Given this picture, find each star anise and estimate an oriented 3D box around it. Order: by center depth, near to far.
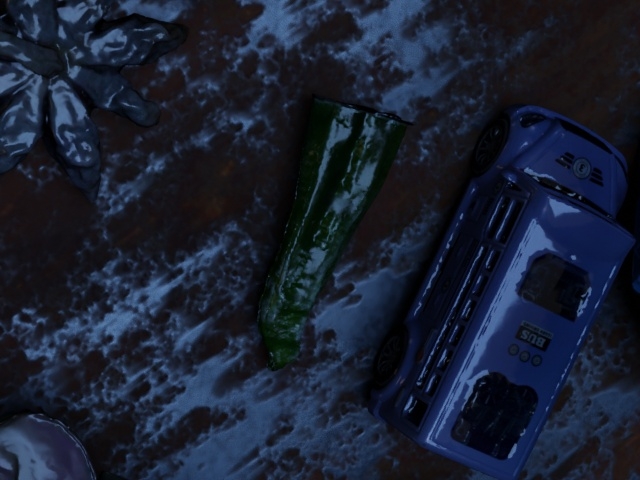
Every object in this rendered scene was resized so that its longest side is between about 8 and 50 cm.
[{"bbox_3d":[-0.213,-0.126,0.873,0.262,0.081,0.230,-20,115,-16],"label":"star anise"}]

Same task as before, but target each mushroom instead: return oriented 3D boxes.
[{"bbox_3d":[-0.244,0.222,0.894,0.141,0.117,0.188,31,63,-6],"label":"mushroom"}]

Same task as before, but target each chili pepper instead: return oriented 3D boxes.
[{"bbox_3d":[0.000,0.000,0.974,0.088,0.059,0.227,16,96,-24],"label":"chili pepper"}]

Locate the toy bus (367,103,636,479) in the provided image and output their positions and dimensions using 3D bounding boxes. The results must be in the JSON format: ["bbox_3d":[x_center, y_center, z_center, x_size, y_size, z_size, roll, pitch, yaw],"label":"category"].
[{"bbox_3d":[0.159,0.039,0.989,0.125,0.133,0.292,25,91,-19],"label":"toy bus"}]

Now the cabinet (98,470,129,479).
[{"bbox_3d":[-0.140,0.317,0.932,0.145,0.150,0.206,27,91,-20],"label":"cabinet"}]

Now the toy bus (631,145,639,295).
[{"bbox_3d":[0.313,-0.024,1.000,0.106,0.090,0.185,24,49,-9],"label":"toy bus"}]
